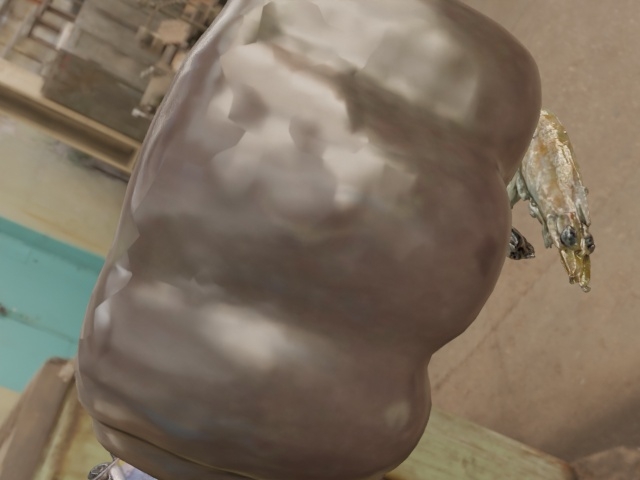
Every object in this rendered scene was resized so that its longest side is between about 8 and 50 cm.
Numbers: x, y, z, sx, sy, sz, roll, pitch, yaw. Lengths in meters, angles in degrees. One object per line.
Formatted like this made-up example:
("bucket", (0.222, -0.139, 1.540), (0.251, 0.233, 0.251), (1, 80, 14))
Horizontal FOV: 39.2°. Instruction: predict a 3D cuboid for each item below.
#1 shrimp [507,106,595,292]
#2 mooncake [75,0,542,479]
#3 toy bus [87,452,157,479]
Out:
("shrimp", (0.182, -0.030, 0.789), (0.126, 0.047, 0.223), (-53, 28, 34))
("mooncake", (0.000, 0.000, 0.476), (0.306, 0.154, 0.306), (20, -90, -90))
("toy bus", (-0.122, 0.197, 0.775), (0.274, 0.112, 0.090), (-40, 3, -10))
